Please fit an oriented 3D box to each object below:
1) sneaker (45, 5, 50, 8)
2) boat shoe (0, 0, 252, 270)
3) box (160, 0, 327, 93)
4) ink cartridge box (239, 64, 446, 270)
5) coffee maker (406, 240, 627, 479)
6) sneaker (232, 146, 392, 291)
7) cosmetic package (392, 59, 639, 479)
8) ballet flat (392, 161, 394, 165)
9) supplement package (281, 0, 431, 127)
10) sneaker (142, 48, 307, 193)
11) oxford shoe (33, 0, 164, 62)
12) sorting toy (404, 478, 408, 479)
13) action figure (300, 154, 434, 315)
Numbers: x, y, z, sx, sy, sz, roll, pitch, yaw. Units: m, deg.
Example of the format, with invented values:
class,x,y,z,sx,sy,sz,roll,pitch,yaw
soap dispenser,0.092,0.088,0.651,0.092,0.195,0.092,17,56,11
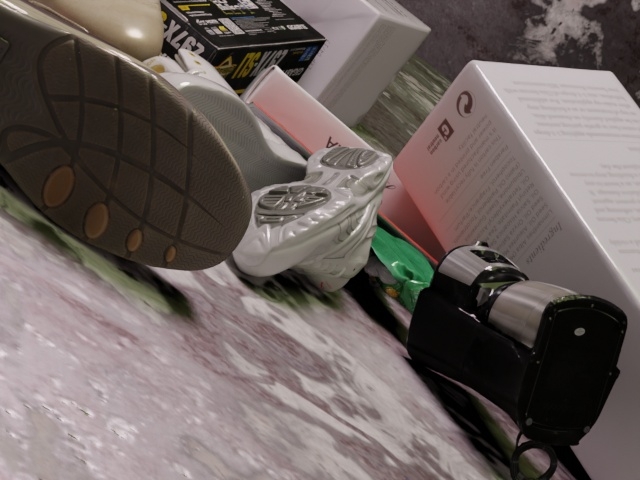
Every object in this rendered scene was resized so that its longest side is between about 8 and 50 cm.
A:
class,x,y,z,sx,sy,sz,roll,pitch,yaw
sneaker,-0.264,-0.188,1.589,0.057,0.047,0.119,56,19,20
boat shoe,-0.198,-0.112,1.283,0.355,0.132,0.130,37,12,-14
box,-0.160,-0.274,2.028,0.257,0.079,0.322,39,20,11
ink cartridge box,0.037,-0.074,1.850,0.275,0.060,0.239,41,-3,-8
coffee maker,0.157,0.103,1.550,0.120,0.171,0.178,39,-7,-32
sneaker,0.000,0.000,1.552,0.090,0.115,0.232,10,24,28
cosmetic package,0.290,0.039,1.749,0.230,0.161,0.453,0,49,-41
ballet flat,0.096,-0.051,2.066,0.213,0.068,0.072,46,14,31
supplement package,-0.003,-0.267,2.305,0.175,0.177,0.293,41,12,11
sneaker,-0.125,-0.107,1.569,0.169,0.108,0.292,43,3,25
oxford shoe,-0.231,-0.307,1.742,0.140,0.146,0.397,5,40,-32
sorting toy,0.058,0.191,1.156,0.061,0.042,0.102,53,-1,-6
action figure,0.046,0.009,1.704,0.137,0.063,0.232,28,11,-42
